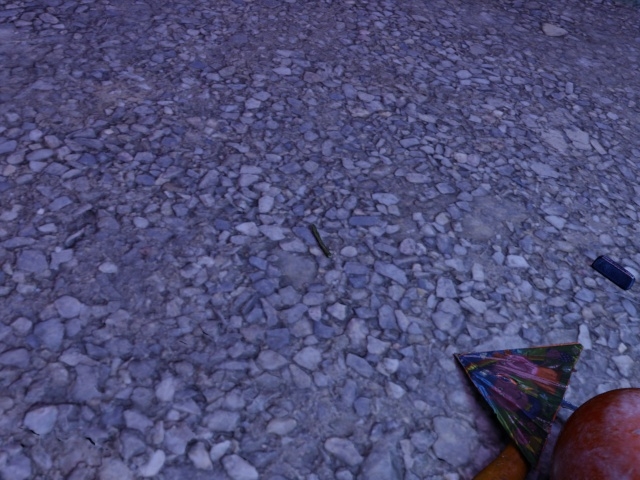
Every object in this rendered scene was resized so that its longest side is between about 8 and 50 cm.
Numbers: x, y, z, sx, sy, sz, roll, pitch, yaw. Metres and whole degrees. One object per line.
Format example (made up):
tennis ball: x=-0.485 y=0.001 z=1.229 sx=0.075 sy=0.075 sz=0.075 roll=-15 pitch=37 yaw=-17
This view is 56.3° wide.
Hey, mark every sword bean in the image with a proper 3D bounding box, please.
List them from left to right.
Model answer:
sword bean: x=0.000 y=0.000 z=1.136 sx=0.012 sy=0.012 sz=0.083 roll=-12 pitch=51 yaw=-22

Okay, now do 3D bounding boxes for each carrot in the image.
carrot: x=0.266 y=0.322 z=0.849 sx=0.061 sy=0.061 sz=0.209 roll=39 pitch=47 yaw=24

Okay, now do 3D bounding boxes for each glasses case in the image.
glasses case: x=0.581 y=0.060 z=1.179 sx=0.083 sy=0.033 sz=0.023 roll=41 pitch=41 yaw=25

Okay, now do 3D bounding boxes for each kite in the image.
kite: x=0.325 y=0.228 z=0.958 sx=0.234 sy=0.016 sz=0.321 roll=20 pitch=34 yaw=26

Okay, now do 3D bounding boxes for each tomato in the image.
tomato: x=0.416 y=0.330 z=0.746 sx=0.270 sy=0.227 sz=0.270 roll=18 pitch=33 yaw=-12
